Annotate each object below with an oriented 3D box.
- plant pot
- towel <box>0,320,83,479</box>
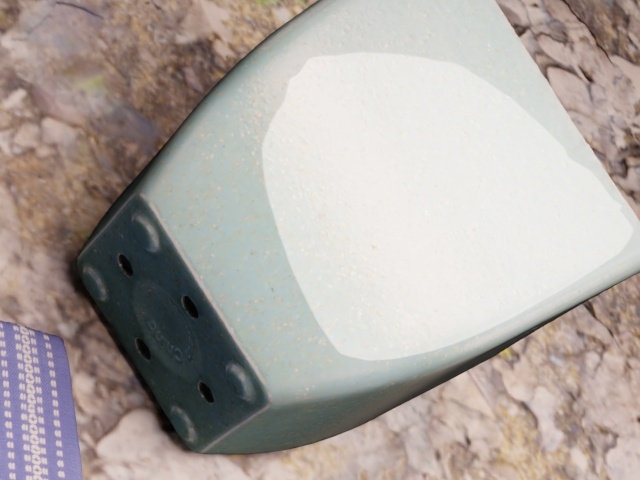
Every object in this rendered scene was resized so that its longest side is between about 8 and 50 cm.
[{"bbox_3d":[0.000,0.000,1.220,0.252,0.247,0.248,-31,86,-30],"label":"plant pot"},{"bbox_3d":[-0.275,0.133,1.049,0.336,0.040,0.243,14,54,-37],"label":"towel"}]
